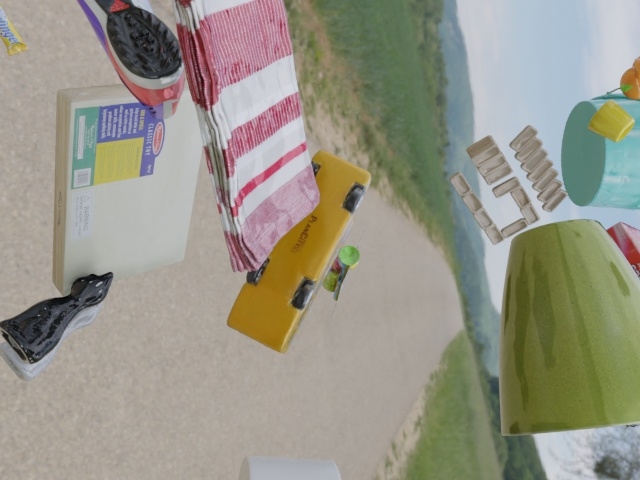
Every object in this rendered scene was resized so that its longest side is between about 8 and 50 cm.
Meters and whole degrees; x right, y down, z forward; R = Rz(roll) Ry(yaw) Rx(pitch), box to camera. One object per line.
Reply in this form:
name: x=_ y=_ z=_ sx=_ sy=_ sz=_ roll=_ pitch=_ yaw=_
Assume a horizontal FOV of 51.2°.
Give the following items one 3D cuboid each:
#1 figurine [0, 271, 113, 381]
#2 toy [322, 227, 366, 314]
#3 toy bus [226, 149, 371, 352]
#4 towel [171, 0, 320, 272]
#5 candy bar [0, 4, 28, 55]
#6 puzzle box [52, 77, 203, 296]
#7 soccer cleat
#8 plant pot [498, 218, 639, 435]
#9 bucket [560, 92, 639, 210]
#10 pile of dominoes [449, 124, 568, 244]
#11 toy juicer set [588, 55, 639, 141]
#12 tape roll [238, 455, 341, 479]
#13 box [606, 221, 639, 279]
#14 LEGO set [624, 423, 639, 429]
figurine: x=-0.490 y=0.156 z=1.263 sx=0.092 sy=0.215 sz=0.209 roll=48 pitch=55 yaw=2
toy: x=0.040 y=0.064 z=1.427 sx=0.237 sy=0.056 sz=0.136 roll=111 pitch=3 yaw=-69
toy bus: x=-0.031 y=0.021 z=1.129 sx=0.332 sy=0.108 sz=0.130 roll=-62 pitch=171 yaw=-8
towel: x=-0.073 y=-0.155 z=0.814 sx=0.237 sy=0.037 sz=0.328 roll=-52 pitch=138 yaw=-56
candy bar: x=-0.617 y=-0.425 z=1.279 sx=0.161 sy=0.040 sz=0.018 roll=78 pitch=-12 yaw=-55
puzzle box: x=-0.354 y=-0.099 z=1.241 sx=0.272 sy=0.052 sz=0.408 roll=-17 pitch=136 yaw=-41
soccer cleat: x=-0.284 y=-0.313 z=0.948 sx=0.318 sy=0.109 sz=0.116 roll=58 pitch=-22 yaw=20
plant pot: x=0.385 y=0.127 z=1.001 sx=0.275 sy=0.275 sz=0.293 roll=47 pitch=35 yaw=-70
bucket: x=0.674 y=-0.197 z=1.503 sx=0.281 sy=0.183 sz=0.280 roll=179 pitch=-90 yaw=-88
pile of dominoes: x=0.398 y=-0.120 z=1.409 sx=0.251 sy=0.196 sz=0.040 roll=47 pitch=20 yaw=-37
toy juicer set: x=0.645 y=-0.344 z=1.258 sx=0.089 sy=0.329 sz=0.209 roll=45 pitch=-17 yaw=25
tape roll: x=-0.065 y=0.525 z=1.224 sx=0.246 sy=0.169 sz=0.245 roll=-173 pitch=-90 yaw=-78
box: x=0.598 y=0.108 z=1.263 sx=0.123 sy=0.128 sz=0.256 roll=12 pitch=49 yaw=-43
LEGO set: x=0.448 y=0.257 z=0.958 sx=0.023 sy=0.083 sz=0.054 roll=-65 pitch=-153 yaw=15
